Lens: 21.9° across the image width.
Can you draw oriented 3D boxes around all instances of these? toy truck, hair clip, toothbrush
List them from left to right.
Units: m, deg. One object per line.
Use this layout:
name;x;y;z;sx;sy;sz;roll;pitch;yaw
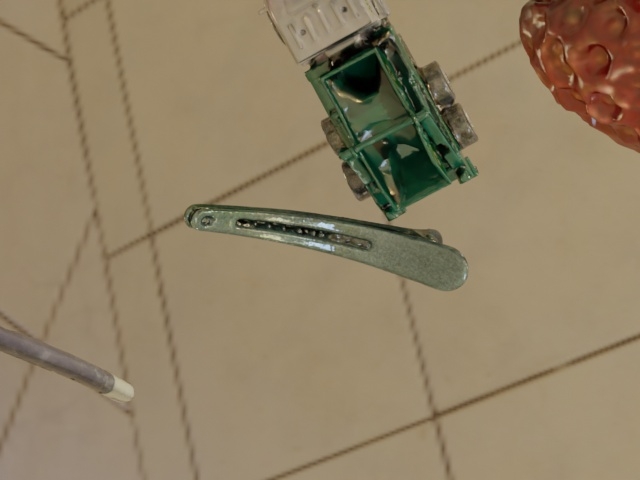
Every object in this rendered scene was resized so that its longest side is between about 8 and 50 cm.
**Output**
toothbrush;-0.191;0.060;1.002;0.024;0.288;0.026;13;79;29
hair clip;0.000;0.000;1.294;0.070;0.229;0.039;-128;50;-66
toy truck;0.037;-0.122;1.292;0.110;0.116;0.216;-27;97;10

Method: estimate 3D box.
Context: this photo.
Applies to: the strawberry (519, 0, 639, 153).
strawberry;0.223;-0.110;0.862;0.244;0.205;0.205;11;90;27
